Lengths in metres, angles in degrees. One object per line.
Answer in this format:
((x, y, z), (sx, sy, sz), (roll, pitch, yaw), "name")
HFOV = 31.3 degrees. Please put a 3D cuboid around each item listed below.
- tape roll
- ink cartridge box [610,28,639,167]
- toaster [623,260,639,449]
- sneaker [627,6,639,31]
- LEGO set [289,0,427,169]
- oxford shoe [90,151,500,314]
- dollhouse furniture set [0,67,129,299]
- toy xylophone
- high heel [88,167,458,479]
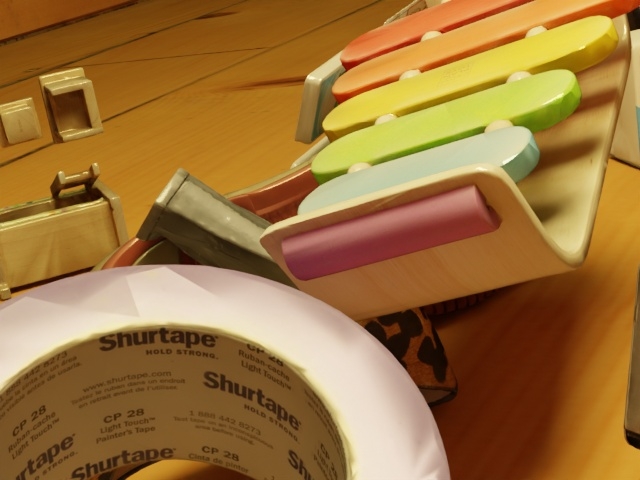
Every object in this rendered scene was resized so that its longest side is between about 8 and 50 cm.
((-0.054, 0.100, 0.382), (0.189, 0.080, 0.189), (3, 41, -2), "tape roll")
((0.331, -0.134, 0.958), (0.181, 0.104, 0.061), (-13, 19, -11), "ink cartridge box")
((0.236, 0.043, 0.442), (0.168, 0.110, 0.186), (-14, 17, -30), "toaster")
((0.286, -0.219, 1.184), (0.153, 0.099, 0.282), (-4, -2, 15), "sneaker")
((0.053, -0.077, 0.836), (0.060, 0.182, 0.244), (26, 39, 18), "LEGO set")
((0.000, 0.000, 0.724), (0.348, 0.123, 0.130), (-14, 1, -32), "oxford shoe")
((-0.266, -0.044, 0.930), (0.182, 0.161, 0.101), (-16, 18, -19), "dollhouse furniture set")
((0.107, -0.075, 0.577), (0.236, 0.081, 0.322), (-20, 25, 22), "toy xylophone")
((-0.042, 0.103, 0.532), (0.261, 0.186, 0.093), (-63, 8, -33), "high heel")
